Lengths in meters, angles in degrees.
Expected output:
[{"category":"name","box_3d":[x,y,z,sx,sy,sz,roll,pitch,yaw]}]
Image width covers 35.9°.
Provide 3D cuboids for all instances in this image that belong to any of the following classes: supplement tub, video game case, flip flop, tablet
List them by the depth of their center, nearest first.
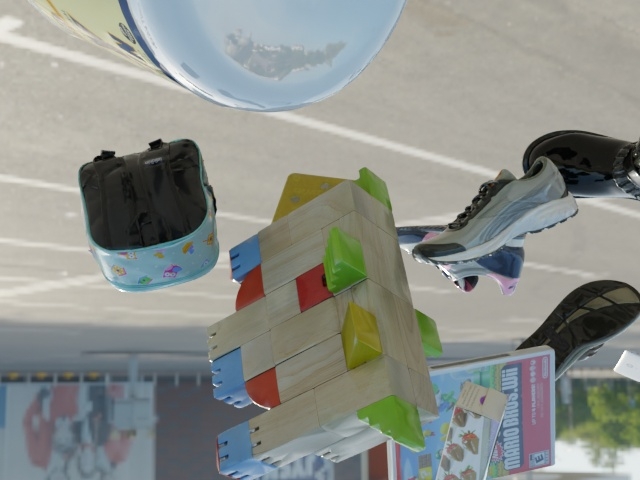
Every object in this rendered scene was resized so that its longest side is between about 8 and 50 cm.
[{"category":"supplement tub","box_3d":[-0.108,-0.247,0.753,0.235,0.235,0.325,8,-164,-42]},{"category":"video game case","box_3d":[0.239,0.285,1.554,0.285,0.204,0.025,-8,-166,-17]},{"category":"tablet","box_3d":[0.518,0.208,1.627,0.054,0.006,0.083,23,151,13]},{"category":"flip flop","box_3d":[0.447,0.175,1.744,0.277,0.112,0.080,-45,145,12]}]

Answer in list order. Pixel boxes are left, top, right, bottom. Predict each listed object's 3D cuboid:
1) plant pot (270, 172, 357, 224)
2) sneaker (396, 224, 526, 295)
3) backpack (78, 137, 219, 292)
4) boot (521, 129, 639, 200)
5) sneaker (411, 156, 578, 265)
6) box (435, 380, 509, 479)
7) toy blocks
[{"category":"plant pot","box_3d":[0.000,0.000,1.775,0.212,0.212,0.187,8,135,9]},{"category":"sneaker","box_3d":[0.253,0.036,1.954,0.319,0.131,0.112,6,-173,43]},{"category":"backpack","box_3d":[-0.208,-0.019,1.220,0.166,0.144,0.188,-12,-142,-10]},{"category":"boot","box_3d":[0.541,-0.138,1.774,0.348,0.131,0.260,6,-179,10]},{"category":"sneaker","box_3d":[0.250,-0.038,1.474,0.272,0.108,0.100,-25,-172,-16]},{"category":"box","box_3d":[0.190,0.342,1.360,0.063,0.323,0.067,18,-149,16]},{"category":"toy blocks","box_3d":[-0.020,0.116,1.179,0.261,0.381,0.191,-29,141,26]}]
